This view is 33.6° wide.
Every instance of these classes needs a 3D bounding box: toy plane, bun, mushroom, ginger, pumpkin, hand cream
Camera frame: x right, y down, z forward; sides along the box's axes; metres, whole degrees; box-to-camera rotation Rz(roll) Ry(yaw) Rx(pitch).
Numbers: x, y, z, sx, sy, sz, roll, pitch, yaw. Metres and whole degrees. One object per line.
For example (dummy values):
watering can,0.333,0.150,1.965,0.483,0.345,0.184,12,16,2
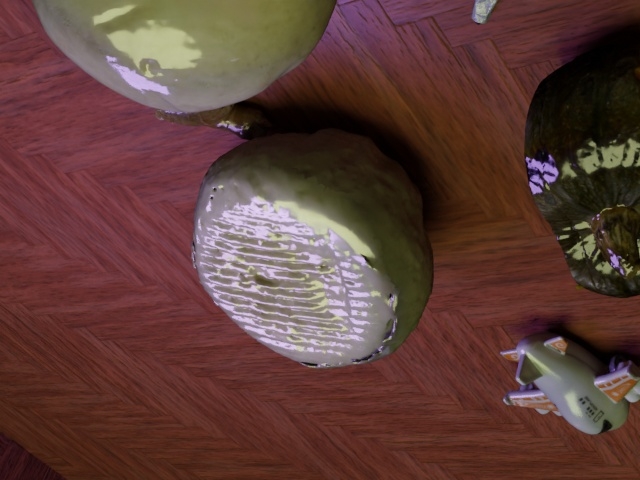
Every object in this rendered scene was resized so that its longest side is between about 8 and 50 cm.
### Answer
toy plane,0.388,0.225,1.641,0.245,0.117,0.244,14,145,10
bun,0.000,0.000,1.456,0.360,0.211,0.359,14,135,14
mushroom,-0.132,-0.259,1.074,0.315,0.315,0.356,9,135,18
ginger,-0.142,-0.182,1.402,0.165,0.067,0.096,11,143,-11
pumpkin,0.330,-0.058,1.173,0.139,0.222,0.317,0,140,31
hand cream,0.182,-0.271,1.141,0.030,0.019,0.093,21,140,3
